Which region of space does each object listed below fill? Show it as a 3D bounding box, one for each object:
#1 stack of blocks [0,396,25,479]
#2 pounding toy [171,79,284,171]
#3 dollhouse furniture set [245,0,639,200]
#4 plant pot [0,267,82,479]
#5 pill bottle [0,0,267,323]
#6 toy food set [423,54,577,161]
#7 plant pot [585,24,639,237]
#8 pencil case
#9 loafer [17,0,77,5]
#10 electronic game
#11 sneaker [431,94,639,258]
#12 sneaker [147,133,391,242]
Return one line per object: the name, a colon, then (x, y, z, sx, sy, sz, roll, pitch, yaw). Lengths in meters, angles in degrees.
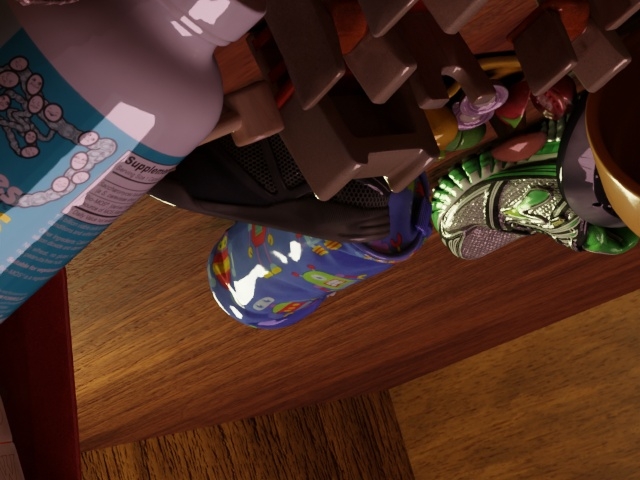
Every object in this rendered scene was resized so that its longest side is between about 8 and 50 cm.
stack of blocks: (-0.332, 0.113, 1.293, 0.171, 0.297, 0.087, -19, 171, 19)
pounding toy: (-0.132, -0.081, 1.095, 0.206, 0.094, 0.181, -17, -178, 1)
dollhouse furniture set: (0.064, -0.147, 1.125, 0.262, 0.135, 0.259, -8, 155, -41)
plant pot: (-0.386, 0.148, 1.583, 0.235, 0.267, 0.267, -7, 174, 22)
pill bottle: (-0.154, -0.068, 0.942, 0.264, 0.146, 0.146, -41, 162, 15)
toy food set: (0.153, -0.106, 1.521, 0.218, 0.071, 0.128, -9, 168, -35)
plant pot: (0.372, -0.045, 1.412, 0.291, 0.291, 0.203, -17, 132, 4)
pencil case: (0.000, 0.000, 1.700, 0.133, 0.119, 0.306, 19, 157, -18)
loafer: (-0.020, -0.174, 0.731, 0.366, 0.130, 0.134, -24, 167, 37)
electronic game: (0.307, -0.105, 1.572, 0.229, 0.048, 0.229, -20, 137, -20)
sneaker: (0.235, -0.041, 1.790, 0.134, 0.146, 0.343, -9, 168, -35)
sneaker: (-0.047, -0.077, 1.374, 0.227, 0.130, 0.087, 9, -172, 28)
